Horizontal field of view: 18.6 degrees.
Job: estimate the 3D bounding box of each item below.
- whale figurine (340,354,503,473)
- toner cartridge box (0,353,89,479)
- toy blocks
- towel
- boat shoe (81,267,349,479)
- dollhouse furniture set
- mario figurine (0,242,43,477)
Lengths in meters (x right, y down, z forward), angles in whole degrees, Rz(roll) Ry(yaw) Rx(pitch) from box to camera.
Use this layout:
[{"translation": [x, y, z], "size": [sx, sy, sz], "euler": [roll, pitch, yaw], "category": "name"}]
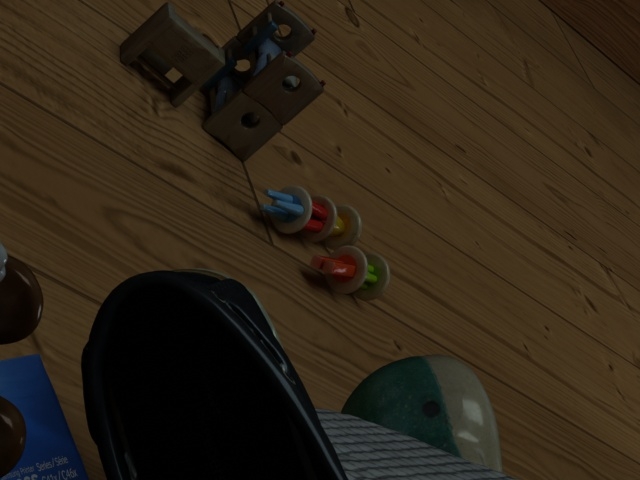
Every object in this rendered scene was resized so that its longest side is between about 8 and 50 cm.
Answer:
[{"translation": [0.091, 0.239, 1.747], "size": [0.216, 0.141, 0.272], "euler": [108, -26, -69], "category": "whale figurine"}, {"translation": [-0.252, 0.170, 1.144], "size": [0.165, 0.075, 0.348], "euler": [66, 22, 7], "category": "toner cartridge box"}, {"translation": [0.000, 0.000, 2.067], "size": [0.148, 0.054, 0.123], "euler": [19, 36, -55], "category": "toy blocks"}, {"translation": [0.042, 0.224, 1.526], "size": [0.235, 0.121, 0.283], "euler": [20, 5, 27], "category": "towel"}, {"translation": [-0.034, 0.236, 1.300], "size": [0.156, 0.186, 0.500], "euler": [56, 10, -72], "category": "boat shoe"}, {"translation": [-0.105, -0.210, 2.105], "size": [0.183, 0.129, 0.129], "euler": [39, 22, -28], "category": "dollhouse furniture set"}, {"translation": [-0.213, 0.111, 0.973], "size": [0.198, 0.170, 0.320], "euler": [64, 20, -6], "category": "mario figurine"}]
